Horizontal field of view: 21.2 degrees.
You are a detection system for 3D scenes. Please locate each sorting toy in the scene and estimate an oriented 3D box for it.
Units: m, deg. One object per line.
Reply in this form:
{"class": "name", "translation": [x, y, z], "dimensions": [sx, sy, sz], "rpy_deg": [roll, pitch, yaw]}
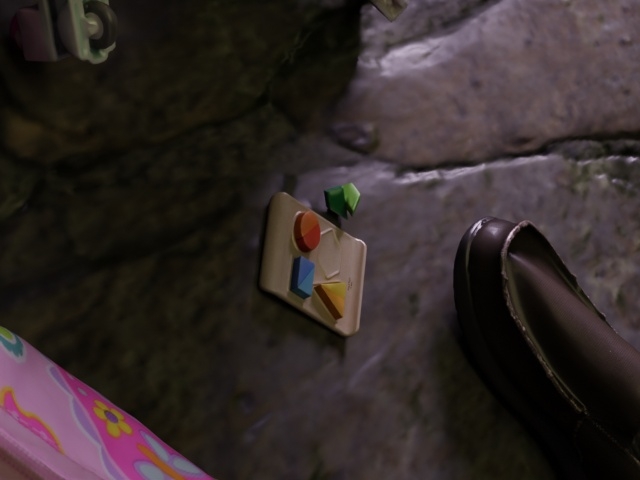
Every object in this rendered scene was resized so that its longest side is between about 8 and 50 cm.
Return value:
{"class": "sorting toy", "translation": [0.000, 0.000, 0.846], "dimensions": [0.062, 0.012, 0.083], "rpy_deg": [30, 52, -33]}

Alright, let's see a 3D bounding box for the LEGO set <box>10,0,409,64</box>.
{"class": "LEGO set", "translation": [-0.056, -0.169, 0.837], "dimensions": [0.287, 0.107, 0.132], "rpy_deg": [-19, 120, -53]}

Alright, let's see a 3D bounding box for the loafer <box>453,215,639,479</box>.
{"class": "loafer", "translation": [0.153, 0.075, 0.916], "dimensions": [0.220, 0.078, 0.080], "rpy_deg": [56, 42, -10]}

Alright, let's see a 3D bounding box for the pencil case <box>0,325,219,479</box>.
{"class": "pencil case", "translation": [-0.081, 0.118, 0.624], "dimensions": [0.284, 0.124, 0.124], "rpy_deg": [36, 48, -27]}
